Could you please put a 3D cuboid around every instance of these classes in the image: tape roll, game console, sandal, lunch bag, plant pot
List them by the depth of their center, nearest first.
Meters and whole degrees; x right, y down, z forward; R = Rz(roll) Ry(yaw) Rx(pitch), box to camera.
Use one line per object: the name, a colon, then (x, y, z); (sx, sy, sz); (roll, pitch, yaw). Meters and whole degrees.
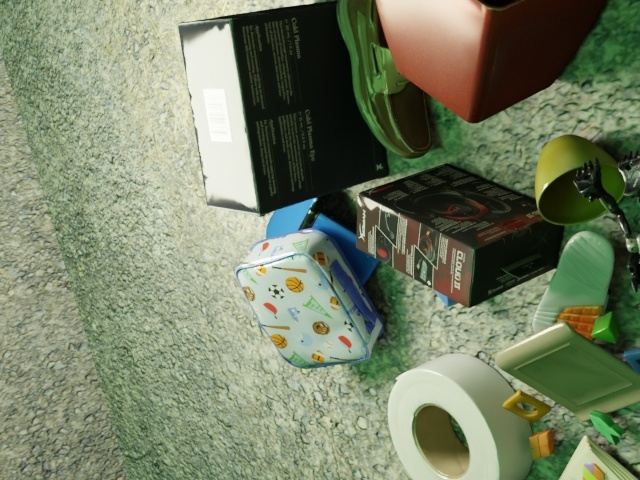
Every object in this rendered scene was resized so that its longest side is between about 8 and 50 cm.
plant pot: (0.238, -0.334, 1.414); (0.267, 0.267, 0.236); (43, 148, 33)
plant pot: (0.376, -0.102, 1.443); (0.134, 0.134, 0.095); (117, 152, -45)
sandal: (0.408, 0.070, 1.501); (0.102, 0.076, 0.265); (25, 140, 17)
tape roll: (0.256, 0.357, 1.808); (0.286, 0.100, 0.286); (27, 126, 45)
lunch bag: (-0.013, 0.125, 1.962); (0.243, 0.115, 0.303); (-15, 117, 36)
game console: (0.000, 0.000, 2.050); (0.250, 0.173, 0.293); (31, 137, 1)

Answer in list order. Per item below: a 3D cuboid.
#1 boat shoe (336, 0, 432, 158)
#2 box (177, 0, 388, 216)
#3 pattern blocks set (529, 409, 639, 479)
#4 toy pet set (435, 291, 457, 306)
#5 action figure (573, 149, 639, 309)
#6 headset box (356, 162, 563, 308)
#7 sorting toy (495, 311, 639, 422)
boat shoe: (0.125, -0.301, 1.677); (0.116, 0.123, 0.324); (-20, 90, 52)
box: (-0.062, -0.251, 1.778); (0.179, 0.312, 0.343); (11, 113, 51)
pattern blocks set: (0.459, 0.431, 1.617); (0.285, 0.026, 0.325); (34, 133, 34)
toy pet set: (0.224, 0.054, 1.710); (0.122, 0.065, 0.114); (10, 133, 20)
action figure: (0.476, -0.005, 1.337); (0.164, 0.141, 0.276); (-21, 114, 46)
headset box: (0.233, -0.011, 1.575); (0.293, 0.218, 0.110); (28, 128, 43)
sorting toy: (0.405, 0.203, 1.545); (0.196, 0.047, 0.347); (35, 143, -12)
